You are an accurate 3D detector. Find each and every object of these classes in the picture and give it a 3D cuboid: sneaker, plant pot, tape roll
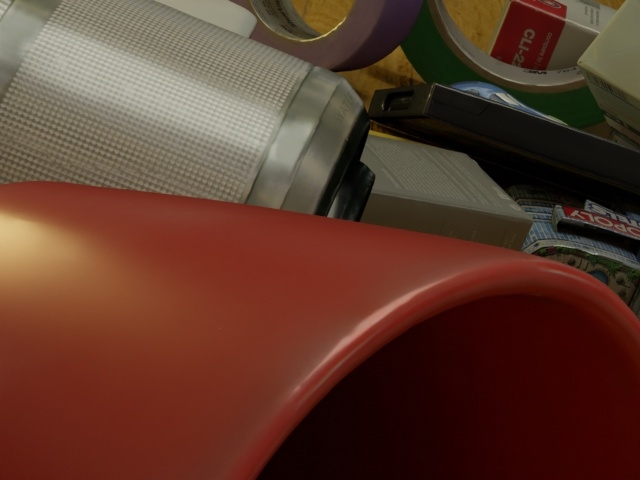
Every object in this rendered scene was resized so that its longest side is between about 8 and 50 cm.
[{"bbox_3d":[0.177,-0.110,1.803,0.144,0.053,0.059,20,21,-2],"label":"sneaker"},{"bbox_3d":[-0.049,0.103,0.678,0.243,0.275,0.275,22,15,40],"label":"plant pot"},{"bbox_3d":[0.223,-0.270,1.874,0.321,0.321,0.077,22,19,1],"label":"tape roll"},{"bbox_3d":[0.001,-0.253,1.792,0.189,0.189,0.080,30,21,23],"label":"tape roll"}]

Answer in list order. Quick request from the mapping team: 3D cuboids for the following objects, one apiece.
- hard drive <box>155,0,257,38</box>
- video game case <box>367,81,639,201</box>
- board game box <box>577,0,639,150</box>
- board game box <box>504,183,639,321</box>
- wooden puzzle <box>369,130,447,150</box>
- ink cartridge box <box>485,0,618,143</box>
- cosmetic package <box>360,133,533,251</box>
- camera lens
[{"bbox_3d":[-0.170,-0.166,1.533,0.203,0.040,0.307,25,24,-4],"label":"hard drive"},{"bbox_3d":[0.194,-0.079,1.642,0.274,0.035,0.248,18,0,-10],"label":"video game case"},{"bbox_3d":[0.366,-0.081,1.653,0.224,0.097,0.303,36,-4,25],"label":"board game box"},{"bbox_3d":[0.245,0.019,1.507,0.194,0.060,0.194,18,18,-10],"label":"board game box"},{"bbox_3d":[0.037,-0.052,1.502,0.238,0.044,0.221,18,18,-10],"label":"wooden puzzle"},{"bbox_3d":[0.317,-0.179,2.049,0.272,0.114,0.197,21,18,2],"label":"ink cartridge box"},{"bbox_3d":[0.000,0.000,1.190,0.238,0.127,0.107,13,23,-30],"label":"cosmetic package"},{"bbox_3d":[-0.124,-0.020,0.962,0.274,0.219,0.219,22,19,2],"label":"camera lens"}]
